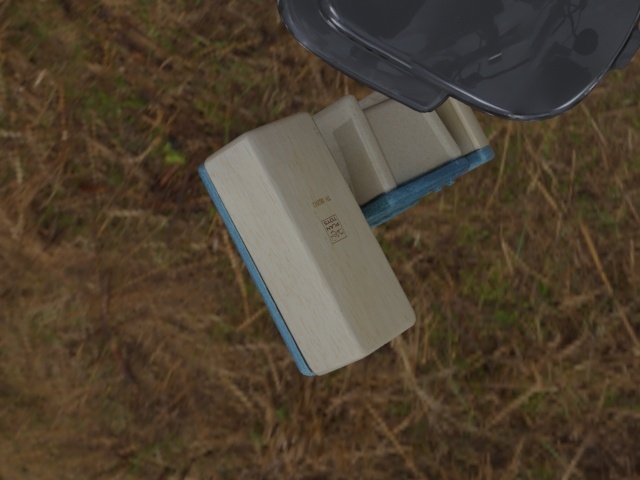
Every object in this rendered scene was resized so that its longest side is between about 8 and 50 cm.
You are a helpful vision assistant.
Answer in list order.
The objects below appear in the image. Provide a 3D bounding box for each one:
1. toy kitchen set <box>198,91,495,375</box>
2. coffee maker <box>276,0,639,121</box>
[{"bbox_3d":[0.000,0.000,0.738,0.166,0.207,0.122,-28,89,42],"label":"toy kitchen set"},{"bbox_3d":[0.021,-0.123,0.494,0.171,0.178,0.120,3,110,-6],"label":"coffee maker"}]
